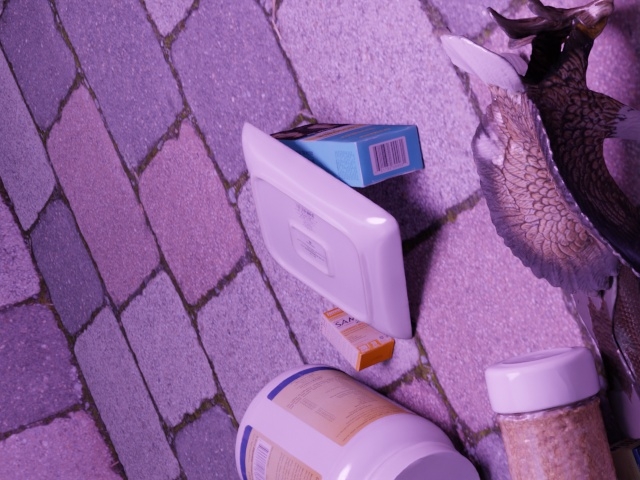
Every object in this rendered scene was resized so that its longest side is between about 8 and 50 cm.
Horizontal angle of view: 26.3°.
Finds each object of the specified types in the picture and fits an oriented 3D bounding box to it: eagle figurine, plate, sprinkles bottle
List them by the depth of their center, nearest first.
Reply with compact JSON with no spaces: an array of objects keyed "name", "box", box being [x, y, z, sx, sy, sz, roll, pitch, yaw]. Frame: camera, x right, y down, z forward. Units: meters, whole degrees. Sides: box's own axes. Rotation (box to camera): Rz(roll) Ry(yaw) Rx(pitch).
[{"name":"eagle figurine","box":[0.250,-0.087,1.361,0.225,0.226,0.298,0,90,30]},{"name":"sprinkles bottle","box":[0.275,0.299,1.499,0.121,0.121,0.355,-12,91,60]},{"name":"plate","box":[0.000,0.000,1.846,0.277,0.045,0.278,35,154,29]}]

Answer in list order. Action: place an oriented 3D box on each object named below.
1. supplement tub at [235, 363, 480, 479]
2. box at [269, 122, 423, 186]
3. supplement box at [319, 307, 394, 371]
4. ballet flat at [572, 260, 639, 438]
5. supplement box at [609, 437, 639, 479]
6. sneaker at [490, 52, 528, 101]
[{"name":"supplement tub","box":[0.050,0.322,1.897,0.316,0.228,0.228,25,127,52]},{"name":"box","box":[0.023,-0.116,1.821,0.244,0.100,0.060,9,113,57]},{"name":"supplement box","box":[0.051,0.135,1.955,0.098,0.062,0.036,44,142,37]},{"name":"ballet flat","box":[0.330,0.091,1.490,0.084,0.058,0.250,-23,81,63]},{"name":"supplement box","box":[0.359,0.265,1.528,0.083,0.056,0.083,-26,83,60]},{"name":"sneaker","box":[0.214,-0.131,1.542,0.065,0.061,0.158,-4,103,66]}]
